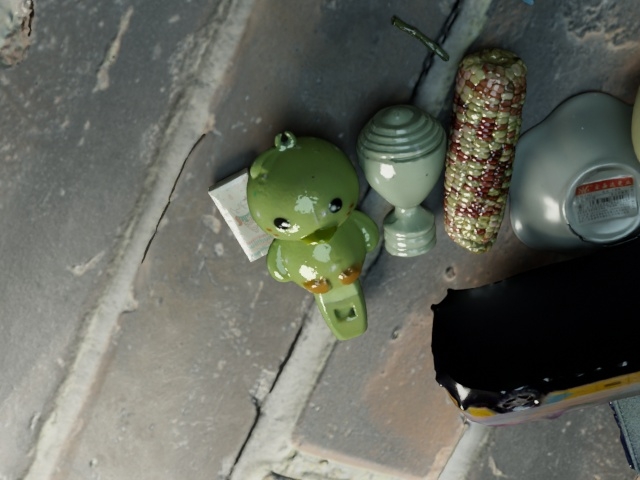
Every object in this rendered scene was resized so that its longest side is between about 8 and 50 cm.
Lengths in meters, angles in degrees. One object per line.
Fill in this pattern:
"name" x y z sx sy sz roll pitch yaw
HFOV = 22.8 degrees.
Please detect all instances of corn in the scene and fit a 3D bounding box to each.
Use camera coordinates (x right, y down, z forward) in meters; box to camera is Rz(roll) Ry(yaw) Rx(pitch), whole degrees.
"corn" 0.186 -0.101 1.856 0.086 0.086 0.253 3 117 -6

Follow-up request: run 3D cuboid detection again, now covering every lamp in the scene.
"lamp" 0.100 -0.072 1.859 0.106 0.106 0.193 -10 126 0

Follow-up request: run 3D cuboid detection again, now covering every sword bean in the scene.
"sword bean" 0.116 -0.232 1.828 0.083 0.012 0.012 33 108 -17

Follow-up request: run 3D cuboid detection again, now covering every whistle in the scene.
"whistle" 0.001 0.002 1.854 0.141 0.141 0.294 -19 111 4

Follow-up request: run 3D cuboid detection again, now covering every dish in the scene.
"dish" 0.334 -0.057 1.891 0.229 0.081 0.229 -2 115 -4

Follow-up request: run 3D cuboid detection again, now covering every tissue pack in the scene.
"tissue pack" -0.085 -0.030 1.898 0.056 0.023 0.108 -28 115 7

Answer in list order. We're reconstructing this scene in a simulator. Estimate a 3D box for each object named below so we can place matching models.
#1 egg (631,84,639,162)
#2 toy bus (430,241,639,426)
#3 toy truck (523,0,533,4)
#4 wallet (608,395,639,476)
"egg" 0.478 -0.153 1.782 0.269 0.219 0.219 -32 115 -9
"toy bus" 0.328 0.120 1.901 0.386 0.171 0.162 -14 151 5
"toy truck" 0.243 -0.334 1.767 0.074 0.063 0.136 -11 119 22
"wallet" 0.454 0.193 2.043 0.167 0.036 0.222 -20 115 4
